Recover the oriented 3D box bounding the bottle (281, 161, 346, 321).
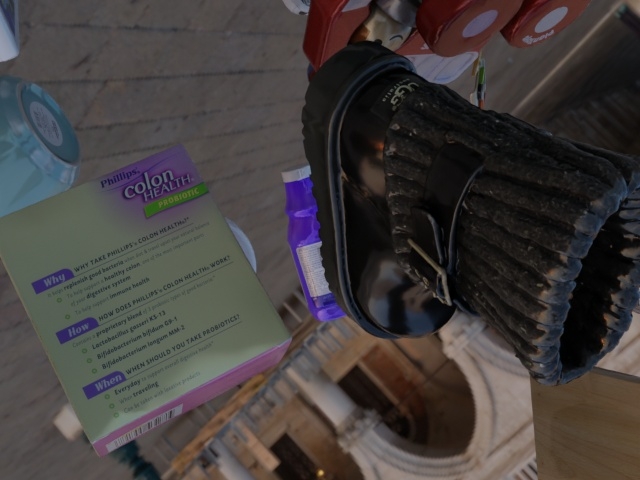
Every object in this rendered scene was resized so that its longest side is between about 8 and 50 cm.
[{"bbox_3d":[0.000,0.000,1.477,0.118,0.283,0.092,-18,-168,-5],"label":"bottle"}]

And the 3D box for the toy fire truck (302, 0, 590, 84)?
[{"bbox_3d":[0.108,-0.237,0.846,0.302,0.169,0.254,-16,159,-41],"label":"toy fire truck"}]

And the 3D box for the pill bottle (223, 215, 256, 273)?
[{"bbox_3d":[-0.212,0.033,1.198,0.161,0.161,0.283,-41,-163,-16],"label":"pill bottle"}]

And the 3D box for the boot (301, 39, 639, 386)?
[{"bbox_3d":[0.122,0.025,0.649,0.131,0.260,0.348,-43,144,-17],"label":"boot"}]

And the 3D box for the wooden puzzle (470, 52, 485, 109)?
[{"bbox_3d":[0.222,-0.207,1.138,0.116,0.014,0.079,66,36,-58],"label":"wooden puzzle"}]

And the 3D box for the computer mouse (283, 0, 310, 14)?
[{"bbox_3d":[-0.009,-0.329,1.051,0.042,0.106,0.193,-17,-169,33],"label":"computer mouse"}]

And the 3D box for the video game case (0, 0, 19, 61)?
[{"bbox_3d":[-0.193,-0.218,0.393,0.023,0.183,0.201,-15,139,-5],"label":"video game case"}]

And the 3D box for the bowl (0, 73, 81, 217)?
[{"bbox_3d":[-0.552,-0.174,1.477,0.163,0.312,0.311,-27,174,11],"label":"bowl"}]

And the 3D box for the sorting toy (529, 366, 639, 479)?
[{"bbox_3d":[0.412,0.290,1.088,0.089,0.256,0.257,-11,-171,-30],"label":"sorting toy"}]

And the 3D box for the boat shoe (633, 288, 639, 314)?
[{"bbox_3d":[0.365,0.033,0.766,0.324,0.117,0.096,9,-179,-35],"label":"boat shoe"}]

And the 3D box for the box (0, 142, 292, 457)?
[{"bbox_3d":[-0.185,0.060,0.844,0.213,0.243,0.117,-26,167,-19],"label":"box"}]
